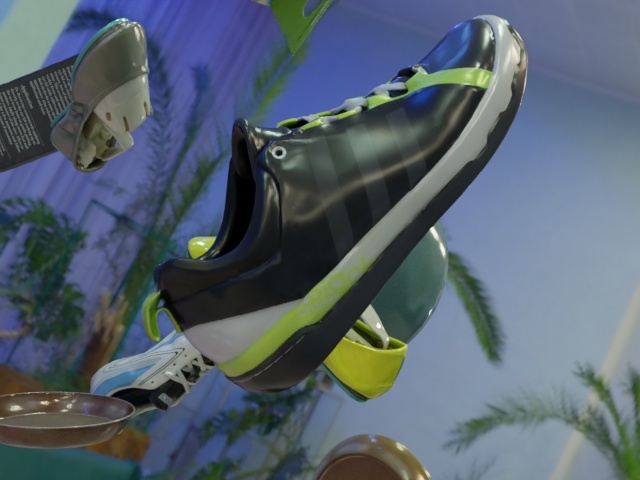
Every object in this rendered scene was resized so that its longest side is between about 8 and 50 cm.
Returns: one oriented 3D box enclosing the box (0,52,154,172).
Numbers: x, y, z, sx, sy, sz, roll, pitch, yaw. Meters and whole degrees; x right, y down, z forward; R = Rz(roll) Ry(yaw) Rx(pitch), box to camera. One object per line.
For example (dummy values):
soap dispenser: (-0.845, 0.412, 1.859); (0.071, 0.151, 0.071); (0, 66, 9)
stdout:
box: (-0.352, -0.181, 1.423); (0.153, 0.207, 0.108); (-79, 148, -79)

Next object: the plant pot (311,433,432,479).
plant pot: (0.065, 0.390, 1.456); (0.236, 0.236, 0.032); (19, 8, 39)

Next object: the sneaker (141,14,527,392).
sneaker: (0.007, -0.036, 0.495); (0.097, 0.235, 0.084); (41, -16, -13)

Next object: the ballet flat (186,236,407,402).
ballet flat: (-0.016, 0.052, 0.964); (0.231, 0.077, 0.077); (39, 24, 3)

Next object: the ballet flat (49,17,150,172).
ballet flat: (-0.172, -0.112, 0.865); (0.068, 0.072, 0.213); (52, -28, -2)

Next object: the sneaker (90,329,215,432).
sneaker: (-0.160, 0.145, 1.208); (0.085, 0.237, 0.086); (49, 12, -51)

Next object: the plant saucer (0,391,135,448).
plant saucer: (-0.278, 0.187, 1.085); (0.168, 0.029, 0.168); (2, 3, 0)

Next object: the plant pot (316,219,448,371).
plant pot: (0.000, 0.000, 1.306); (0.290, 0.290, 0.195); (23, -13, 24)

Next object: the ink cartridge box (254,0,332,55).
ink cartridge box: (-0.063, -0.431, 1.542); (0.097, 0.189, 0.255); (14, 38, -38)
